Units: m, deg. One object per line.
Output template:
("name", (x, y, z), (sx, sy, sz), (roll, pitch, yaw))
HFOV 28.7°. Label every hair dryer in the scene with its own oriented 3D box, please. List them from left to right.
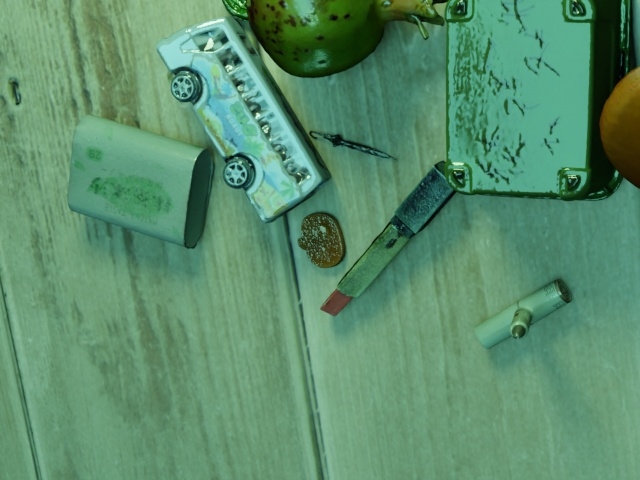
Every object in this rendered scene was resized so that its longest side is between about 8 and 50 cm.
("hair dryer", (0.276, 0.128, 1.818), (0.155, 0.183, 0.044), (-36, 88, 28))

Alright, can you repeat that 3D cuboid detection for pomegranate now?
("pomegranate", (0.031, -0.327, 1.795), (0.285, 0.231, 0.231), (23, 111, 2))

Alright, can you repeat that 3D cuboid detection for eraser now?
("eraser", (-0.298, -0.097, 2.057), (0.227, 0.081, 0.174), (17, 110, 17))

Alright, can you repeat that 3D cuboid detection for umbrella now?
("umbrella", (0.049, -0.148, 1.934), (0.148, 0.022, 0.022), (16, 151, 18))

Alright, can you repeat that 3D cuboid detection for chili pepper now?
("chili pepper", (-0.114, -0.367, 1.940), (0.118, 0.035, 0.055), (31, 98, 23))

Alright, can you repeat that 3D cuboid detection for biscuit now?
("biscuit", (0.000, 0.000, 1.994), (0.078, 0.015, 0.091), (-7, 100, 25))

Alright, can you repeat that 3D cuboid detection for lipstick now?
("lipstick", (0.105, 0.007, 1.935), (0.051, 0.051, 0.312), (43, 117, 7))

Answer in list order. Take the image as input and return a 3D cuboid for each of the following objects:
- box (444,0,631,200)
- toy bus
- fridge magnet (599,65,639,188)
("box", (0.292, -0.207, 1.731), (0.252, 0.178, 0.329), (3, 104, 20))
("toy bus", (-0.120, -0.194, 1.947), (0.136, 0.109, 0.330), (-31, 90, 16))
("fridge magnet", (0.540, -0.141, 1.589), (0.363, 0.364, 0.155), (3, 61, 22))
